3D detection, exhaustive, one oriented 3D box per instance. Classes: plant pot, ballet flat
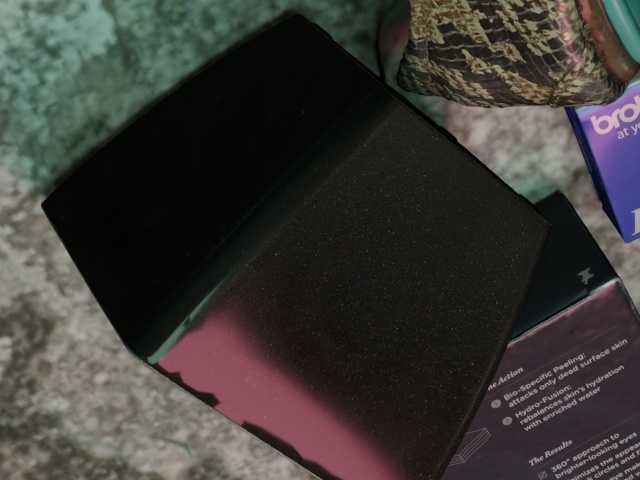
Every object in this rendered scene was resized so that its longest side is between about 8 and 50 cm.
[{"bbox_3d":[0.000,0.000,0.994,0.187,0.188,0.167,37,95,-31],"label":"plant pot"},{"bbox_3d":[0.017,-0.247,0.855,0.182,0.164,0.483,-6,130,20],"label":"ballet flat"}]

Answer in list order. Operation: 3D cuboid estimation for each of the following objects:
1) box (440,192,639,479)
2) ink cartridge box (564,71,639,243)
[{"bbox_3d":[0.116,0.085,1.123,0.156,0.093,0.158,-30,126,6],"label":"box"},{"bbox_3d":[0.239,-0.087,1.070,0.207,0.046,0.097,-25,124,2],"label":"ink cartridge box"}]
